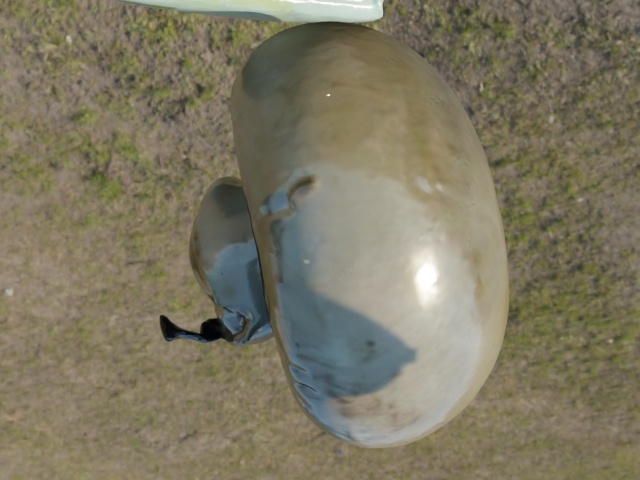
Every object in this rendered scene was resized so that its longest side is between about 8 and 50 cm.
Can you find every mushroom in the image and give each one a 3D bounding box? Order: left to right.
[{"bbox_3d":[0.000,0.000,0.642,0.294,0.362,0.362,-15,145,3],"label":"mushroom"}]

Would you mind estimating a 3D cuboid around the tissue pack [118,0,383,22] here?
[{"bbox_3d":[-0.145,-0.322,0.741,0.287,0.388,0.162,-4,114,-31],"label":"tissue pack"}]
